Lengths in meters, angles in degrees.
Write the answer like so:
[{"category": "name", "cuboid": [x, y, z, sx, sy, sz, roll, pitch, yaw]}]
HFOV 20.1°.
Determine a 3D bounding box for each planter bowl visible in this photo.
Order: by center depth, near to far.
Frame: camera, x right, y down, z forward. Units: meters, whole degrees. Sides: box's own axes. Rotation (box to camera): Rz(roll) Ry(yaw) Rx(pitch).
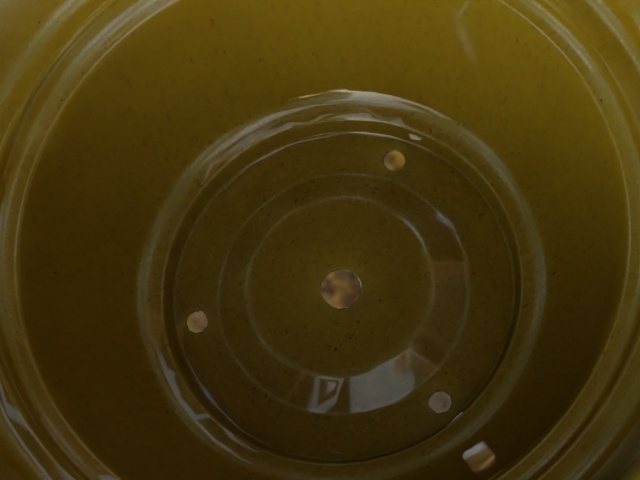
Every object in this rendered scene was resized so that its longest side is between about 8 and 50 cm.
[{"category": "planter bowl", "cuboid": [0.000, 0.000, 0.452, 0.090, 0.217, 0.217, 64, -150, -68]}]
